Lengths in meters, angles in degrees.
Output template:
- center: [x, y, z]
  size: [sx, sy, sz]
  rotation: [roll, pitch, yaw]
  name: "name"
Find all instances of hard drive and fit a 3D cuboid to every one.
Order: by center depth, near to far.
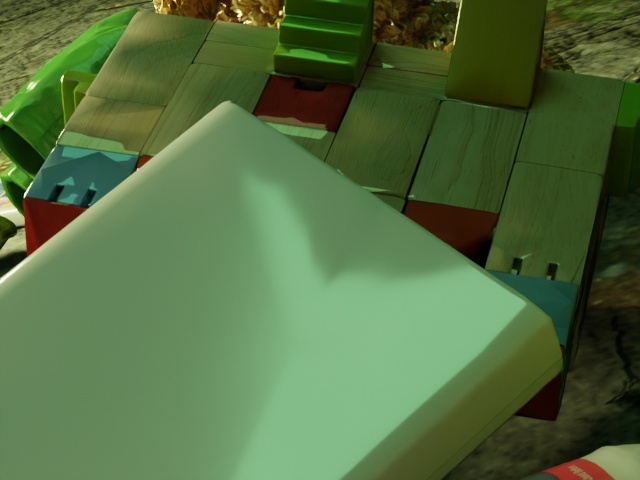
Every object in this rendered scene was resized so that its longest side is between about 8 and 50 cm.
- center: [-0.101, 0.101, 0.831]
  size: [0.353, 0.047, 0.233]
  rotation: [-40, 47, -16]
  name: "hard drive"

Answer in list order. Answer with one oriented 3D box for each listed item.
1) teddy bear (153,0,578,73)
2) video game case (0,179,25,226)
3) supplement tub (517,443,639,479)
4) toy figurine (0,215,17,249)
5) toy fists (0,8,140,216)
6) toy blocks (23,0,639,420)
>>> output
- center: [0.013, -0.131, 1.365]
  size: [0.113, 0.338, 0.245]
  rotation: [-44, -10, -42]
  name: "teddy bear"
- center: [-0.232, -0.047, 1.713]
  size: [0.157, 0.019, 0.143]
  rotation: [-8, 21, 24]
  name: "video game case"
- center: [0.010, 0.185, 0.541]
  size: [0.272, 0.191, 0.191]
  rotation: [-19, 18, -6]
  name: "supplement tub"
- center: [-0.424, 0.039, 1.477]
  size: [0.362, 0.217, 0.191]
  rotation: [23, -30, -39]
  name: "toy figurine"
- center: [-0.165, -0.085, 1.476]
  size: [0.142, 0.096, 0.279]
  rotation: [-48, -6, -14]
  name: "toy fists"
- center: [0.000, 0.000, 1.036]
  size: [0.381, 0.191, 0.261]
  rotation: [9, 38, 11]
  name: "toy blocks"
